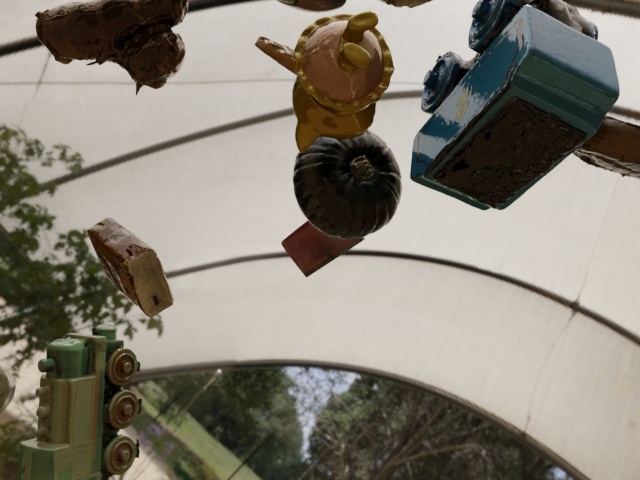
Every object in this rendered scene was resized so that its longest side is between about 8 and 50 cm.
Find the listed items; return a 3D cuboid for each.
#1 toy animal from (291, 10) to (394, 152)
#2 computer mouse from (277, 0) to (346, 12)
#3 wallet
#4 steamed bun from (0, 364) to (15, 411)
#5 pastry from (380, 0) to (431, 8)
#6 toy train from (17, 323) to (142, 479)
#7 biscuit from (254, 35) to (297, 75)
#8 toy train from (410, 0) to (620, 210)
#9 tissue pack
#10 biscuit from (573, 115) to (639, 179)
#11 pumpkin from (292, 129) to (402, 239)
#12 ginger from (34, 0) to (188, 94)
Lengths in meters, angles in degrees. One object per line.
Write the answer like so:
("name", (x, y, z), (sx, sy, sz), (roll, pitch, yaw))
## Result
("toy animal", (0.023, -0.222, 0.856), (0.156, 0.156, 0.230), (46, -21, 0))
("computer mouse", (-0.097, -0.603, 1.336), (0.389, 0.199, 0.115), (47, -55, 17))
("wallet", (0.000, 0.000, 1.550), (0.119, 0.025, 0.232), (53, -46, -1))
("steamed bun", (-0.816, 0.247, 1.229), (0.383, 0.236, 0.247), (46, -30, -6))
("pastry", (0.192, -0.624, 1.349), (0.264, 0.265, 0.133), (36, -16, 27))
("toy train", (-0.273, 0.195, 0.711), (0.080, 0.194, 0.125), (-1, -4, 31))
("biscuit", (0.008, -0.365, 1.404), (0.204, 0.040, 0.309), (44, 19, 33))
("toy train", (0.267, -0.205, 0.899), (0.188, 0.265, 0.300), (21, -37, -14))
("tissue pack", (-0.458, 0.061, 1.502), (0.226, 0.092, 0.183), (31, -35, 43))
("biscuit", (0.485, -0.147, 1.015), (0.295, 0.075, 0.296), (19, 13, -5))
("pumpkin", (0.048, -0.101, 1.052), (0.202, 0.202, 0.140), (48, -33, -4))
("ginger", (-0.518, -0.492, 1.555), (0.176, 0.418, 0.254), (-51, 140, -74))
